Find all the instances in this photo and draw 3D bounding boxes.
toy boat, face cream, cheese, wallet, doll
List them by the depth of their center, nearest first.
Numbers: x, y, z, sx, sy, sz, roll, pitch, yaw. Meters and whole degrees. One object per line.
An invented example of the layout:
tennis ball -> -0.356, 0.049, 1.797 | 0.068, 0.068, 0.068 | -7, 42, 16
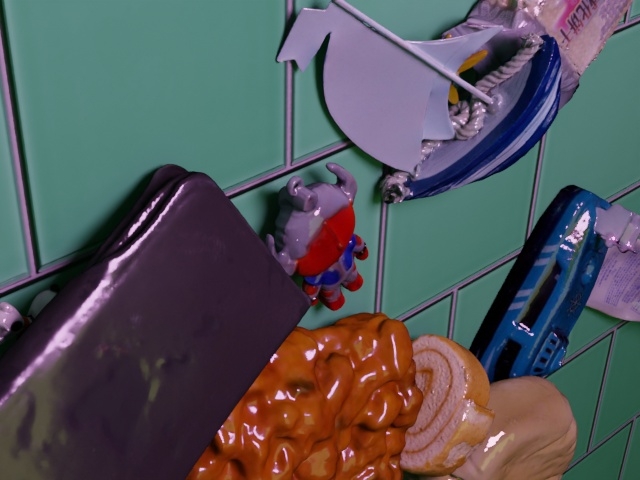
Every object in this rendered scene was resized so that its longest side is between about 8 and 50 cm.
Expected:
doll -> -0.220, 0.066, 0.825 | 0.085, 0.040, 0.058 | -17, 115, -46
wallet -> -0.159, 0.128, 0.836 | 0.377, 0.051, 0.197 | -55, 130, -22
toy boat -> 0.083, -0.128, 0.978 | 0.291, 0.067, 0.220 | 20, 125, -44
doll -> 0.000, -0.001, 1.005 | 0.104, 0.062, 0.195 | -30, 147, -4
cheese -> 0.202, 0.254, 1.325 | 0.226, 0.117, 0.214 | -27, 144, -17
toy boat -> 0.283, 0.086, 1.354 | 0.134, 0.092, 0.299 | 15, 104, -55
face cream -> 0.433, 0.058, 1.532 | 0.224, 0.070, 0.114 | 20, 100, -39

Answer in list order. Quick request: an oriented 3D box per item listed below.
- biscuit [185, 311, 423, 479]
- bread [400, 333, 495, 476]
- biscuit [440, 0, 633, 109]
biscuit -> -0.037, 0.225, 1.082 | 0.312, 0.110, 0.318 | -7, 120, -44
bread -> 0.126, 0.185, 1.221 | 0.149, 0.122, 0.073 | -58, 146, 3
biscuit -> 0.256, -0.267, 1.079 | 0.309, 0.079, 0.186 | -55, 136, -3
